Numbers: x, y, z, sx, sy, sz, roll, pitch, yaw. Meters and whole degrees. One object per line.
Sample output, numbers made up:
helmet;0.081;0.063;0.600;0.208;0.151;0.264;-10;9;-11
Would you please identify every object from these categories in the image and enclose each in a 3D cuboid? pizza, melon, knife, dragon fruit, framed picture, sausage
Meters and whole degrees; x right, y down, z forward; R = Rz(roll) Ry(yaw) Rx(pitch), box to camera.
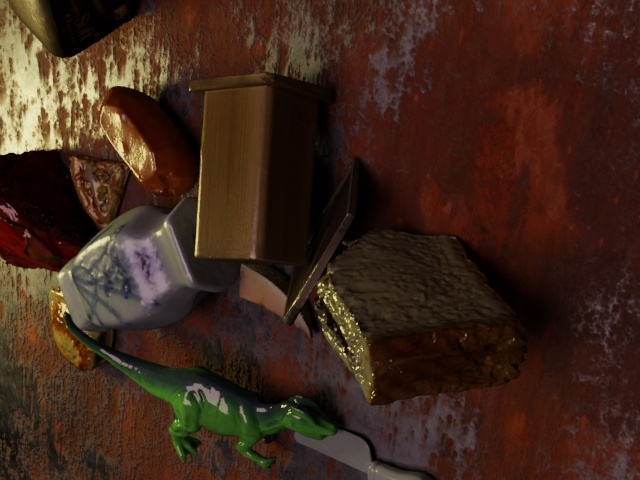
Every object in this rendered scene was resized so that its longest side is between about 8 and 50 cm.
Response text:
pizza;-0.456;-0.109;2.119;0.176;0.036;0.185;-16;94;39
melon;-0.079;0.109;1.895;0.182;0.054;0.098;28;124;28
knife;0.078;0.410;1.881;0.331;0.044;0.080;22;115;34
dragon fruit;-0.684;-0.004;2.201;0.329;0.228;0.286;-31;86;37
framed picture;0.000;0.000;1.730;0.023;0.189;0.260;23;122;-10
sausage;-0.333;-0.192;1.944;0.258;0.133;0.133;50;127;18

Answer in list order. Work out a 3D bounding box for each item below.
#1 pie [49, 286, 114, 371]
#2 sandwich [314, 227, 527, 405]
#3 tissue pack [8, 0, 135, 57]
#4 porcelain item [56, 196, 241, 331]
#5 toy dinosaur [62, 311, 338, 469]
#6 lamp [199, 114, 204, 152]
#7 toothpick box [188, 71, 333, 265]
pie;-0.548;0.197;2.250;0.178;0.084;0.205;19;117;31
sandwich;0.134;0.107;1.572;0.325;0.262;0.131;-123;31;-52
tissue pack;-0.482;-0.530;1.806;0.210;0.198;0.370;50;162;16
porcelain item;-0.355;0.060;2.003;0.405;0.178;0.243;-22;90;39
toy dinosaur;-0.249;0.271;1.929;0.500;0.144;0.374;42;139;-17
lamp;-0.164;-0.122;1.858;0.101;0.101;0.250;-28;79;39
toothpick box;-0.108;-0.116;1.705;0.187;0.190;0.308;1;86;35
